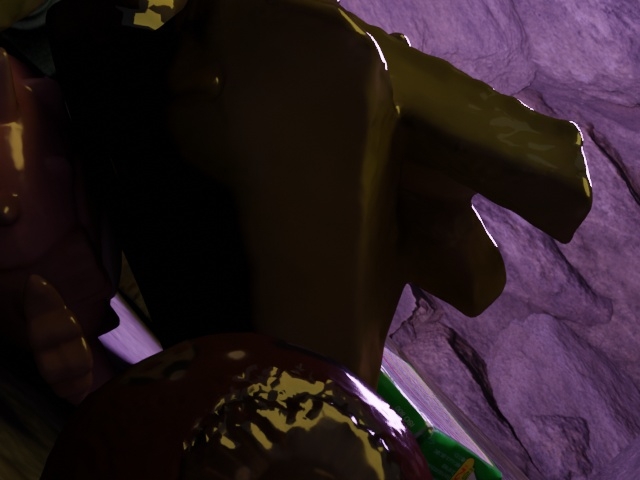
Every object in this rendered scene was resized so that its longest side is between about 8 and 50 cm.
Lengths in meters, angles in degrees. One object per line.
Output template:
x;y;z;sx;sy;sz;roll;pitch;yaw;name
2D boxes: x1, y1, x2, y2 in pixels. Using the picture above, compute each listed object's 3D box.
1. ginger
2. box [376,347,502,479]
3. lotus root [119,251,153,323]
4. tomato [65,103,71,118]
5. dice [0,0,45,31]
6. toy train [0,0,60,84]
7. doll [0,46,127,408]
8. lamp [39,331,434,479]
0.000;0.000;0.849;0.413;0.211;0.358;175;-106;-80;ginger
0.055;0.171;1.376;0.180;0.103;0.250;49;5;30;box
-0.088;0.049;1.207;0.203;0.078;0.183;46;2;15;lotus root
-0.180;-0.203;1.214;0.303;0.303;0.239;45;27;-34;tomato
-0.227;-0.173;0.683;0.166;0.169;0.169;19;-45;45;dice
-0.255;-0.182;1.033;0.269;0.154;0.115;48;11;2;toy train
-0.154;-0.015;0.769;0.262;0.093;0.211;-122;-167;-57;doll
-0.035;0.116;0.562;0.135;0.156;0.157;-33;-116;56;lamp
